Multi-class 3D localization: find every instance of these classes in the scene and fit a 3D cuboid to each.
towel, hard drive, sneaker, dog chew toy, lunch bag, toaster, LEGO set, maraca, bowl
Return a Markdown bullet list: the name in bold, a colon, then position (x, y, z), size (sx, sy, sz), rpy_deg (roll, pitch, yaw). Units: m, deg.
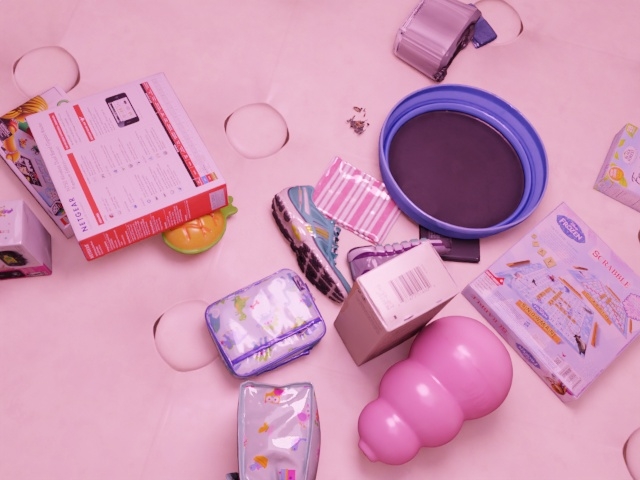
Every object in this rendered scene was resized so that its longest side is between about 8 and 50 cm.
- **towel**: position (0.083, -0.090, 1.547), size (0.197, 0.029, 0.144), rpy_deg (29, 69, 4)
- **towel**: position (0.395, -0.549, 1.763), size (0.067, 0.029, 0.119), rpy_deg (-27, 74, -16)
- **hard drive**: position (0.288, 0.000, 1.540), size (0.135, 0.022, 0.094), rpy_deg (5, 68, -5)
- **sneaker**: position (0.171, 0.053, 1.474), size (0.224, 0.083, 0.098), rpy_deg (-8, 81, 9)
- **dog chew toy**: position (0.209, 0.298, 1.327), size (0.332, 0.206, 0.206), rpy_deg (-39, 78, -11)
- **lunch bag**: position (-0.079, 0.397, 1.234), size (0.160, 0.223, 0.262), rpy_deg (0, 71, -1)
- **sneaker**: position (0.000, 0.000, 1.460), size (0.110, 0.107, 0.275), rpy_deg (-23, 78, -23)
- **toaster**: position (0.276, -0.494, 1.676), size (0.146, 0.129, 0.227), rpy_deg (32, 73, 10)
- **LEGO set**: position (0.090, -0.279, 1.628), size (0.054, 0.023, 0.083), rpy_deg (25, 55, 1)
- **maraca**: position (-0.254, -0.043, 1.452), size (0.127, 0.099, 0.185), rpy_deg (29, 53, 8)
- **lunch bag**: position (-0.108, 0.172, 1.391), size (0.219, 0.090, 0.176), rpy_deg (-24, 76, -14)
- **bowl**: position (0.320, -0.179, 1.570), size (0.391, 0.077, 0.391), rpy_deg (4, 64, -7)

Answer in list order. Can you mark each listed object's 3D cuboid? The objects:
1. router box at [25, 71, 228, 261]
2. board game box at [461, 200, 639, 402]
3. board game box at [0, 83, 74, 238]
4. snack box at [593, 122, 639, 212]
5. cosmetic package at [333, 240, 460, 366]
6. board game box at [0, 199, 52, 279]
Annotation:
- **router box**: position (-0.393, -0.162, 1.401), size (0.301, 0.082, 0.335), rpy_deg (-23, 63, -16)
- **board game box**: position (0.529, 0.126, 1.498), size (0.318, 0.066, 0.318), rpy_deg (-37, 77, -18)
- **board game box**: position (-0.556, -0.175, 1.486), size (0.193, 0.053, 0.305), rpy_deg (-39, 78, -20)
- **snack box**: position (0.780, -0.155, 1.637), size (0.207, 0.070, 0.174), rpy_deg (27, 69, 6)
- **cosmetic package**: position (0.134, 0.131, 1.317), size (0.160, 0.309, 0.113), rpy_deg (-26, 75, -17)
- **board game box**: position (-0.693, 0.012, 1.307), size (0.304, 0.224, 0.097), rpy_deg (-5, 72, -9)
